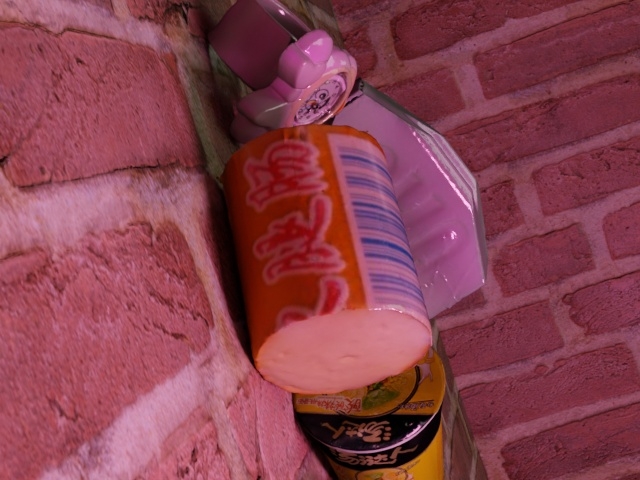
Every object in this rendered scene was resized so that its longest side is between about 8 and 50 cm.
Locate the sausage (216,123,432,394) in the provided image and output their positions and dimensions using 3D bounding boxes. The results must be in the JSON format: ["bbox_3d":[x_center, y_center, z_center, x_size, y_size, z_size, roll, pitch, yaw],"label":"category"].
[{"bbox_3d":[0.005,0.025,1.517,0.233,0.233,0.287,55,19,-59],"label":"sausage"}]

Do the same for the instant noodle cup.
[{"bbox_3d":[0.085,0.270,1.665,0.215,0.216,0.236,-98,175,-45],"label":"instant noodle cup"}]

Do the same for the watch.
[{"bbox_3d":[-0.081,-0.273,1.787,0.217,0.211,0.248,48,18,19],"label":"watch"}]

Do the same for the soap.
[{"bbox_3d":[0.148,-0.085,2.243,0.446,0.261,0.156,53,19,-13],"label":"soap"}]
